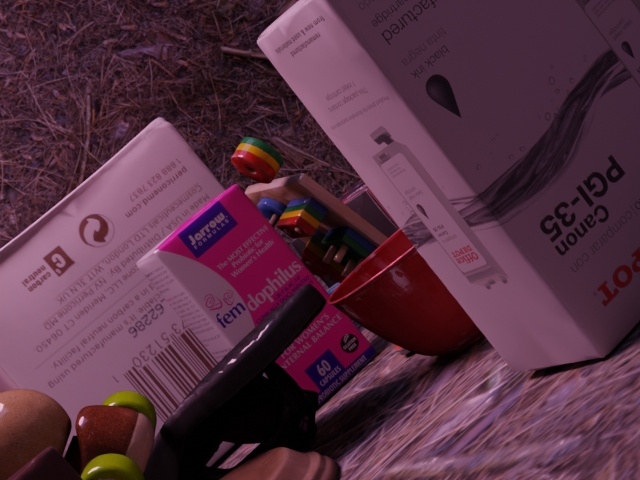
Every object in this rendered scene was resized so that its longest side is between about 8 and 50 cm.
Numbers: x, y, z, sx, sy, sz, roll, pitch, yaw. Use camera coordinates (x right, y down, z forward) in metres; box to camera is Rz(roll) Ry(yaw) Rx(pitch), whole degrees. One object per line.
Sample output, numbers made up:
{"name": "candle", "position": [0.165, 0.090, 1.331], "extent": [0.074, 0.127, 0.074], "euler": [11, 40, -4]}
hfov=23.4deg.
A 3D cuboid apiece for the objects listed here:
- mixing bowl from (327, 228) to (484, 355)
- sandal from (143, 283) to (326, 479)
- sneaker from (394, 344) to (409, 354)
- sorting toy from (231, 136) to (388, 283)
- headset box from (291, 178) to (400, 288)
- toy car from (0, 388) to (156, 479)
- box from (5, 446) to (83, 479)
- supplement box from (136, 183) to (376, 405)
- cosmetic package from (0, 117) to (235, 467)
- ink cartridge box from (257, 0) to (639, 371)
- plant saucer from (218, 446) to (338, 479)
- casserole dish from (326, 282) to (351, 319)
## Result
{"name": "mixing bowl", "position": [0.104, 0.030, 1.257], "extent": [0.181, 0.098, 0.181], "euler": [-39, 3, 3]}
{"name": "sandal", "position": [-0.078, 0.183, 1.396], "extent": [0.167, 0.107, 0.446], "euler": [-45, -6, -40]}
{"name": "sneaker", "position": [0.078, 0.056, 1.439], "extent": [0.061, 0.065, 0.158], "euler": [-40, 4, 5]}
{"name": "sorting toy", "position": [0.000, 0.000, 1.551], "extent": [0.046, 0.274, 0.132], "euler": [-60, 22, -18]}
{"name": "headset box", "position": [0.110, -0.055, 2.050], "extent": [0.293, 0.110, 0.218], "euler": [-42, 4, -34]}
{"name": "toy car", "position": [-0.240, 0.181, 1.250], "extent": [0.155, 0.188, 0.149], "euler": [-96, 28, -73]}
{"name": "box", "position": [-0.209, 0.273, 0.959], "extent": [0.167, 0.168, 0.203], "euler": [-38, 4, 29]}
{"name": "supplement box", "position": [-0.066, 0.067, 1.532], "extent": [0.111, 0.220, 0.114], "euler": [-42, 4, -16]}
{"name": "cosmetic package", "position": [-0.242, 0.122, 1.806], "extent": [0.329, 0.327, 0.393], "euler": [-42, 3, -24]}
{"name": "ink cartridge box", "position": [0.133, -0.088, 0.984], "extent": [0.207, 0.283, 0.117], "euler": [-42, 8, -23]}
{"name": "plant saucer", "position": [-0.103, 0.249, 1.186], "extent": [0.278, 0.041, 0.278], "euler": [-39, 5, 4]}
{"name": "casserole dish", "position": [0.014, 0.085, 1.930], "extent": [0.188, 0.037, 0.114], "euler": [-36, 6, 39]}
